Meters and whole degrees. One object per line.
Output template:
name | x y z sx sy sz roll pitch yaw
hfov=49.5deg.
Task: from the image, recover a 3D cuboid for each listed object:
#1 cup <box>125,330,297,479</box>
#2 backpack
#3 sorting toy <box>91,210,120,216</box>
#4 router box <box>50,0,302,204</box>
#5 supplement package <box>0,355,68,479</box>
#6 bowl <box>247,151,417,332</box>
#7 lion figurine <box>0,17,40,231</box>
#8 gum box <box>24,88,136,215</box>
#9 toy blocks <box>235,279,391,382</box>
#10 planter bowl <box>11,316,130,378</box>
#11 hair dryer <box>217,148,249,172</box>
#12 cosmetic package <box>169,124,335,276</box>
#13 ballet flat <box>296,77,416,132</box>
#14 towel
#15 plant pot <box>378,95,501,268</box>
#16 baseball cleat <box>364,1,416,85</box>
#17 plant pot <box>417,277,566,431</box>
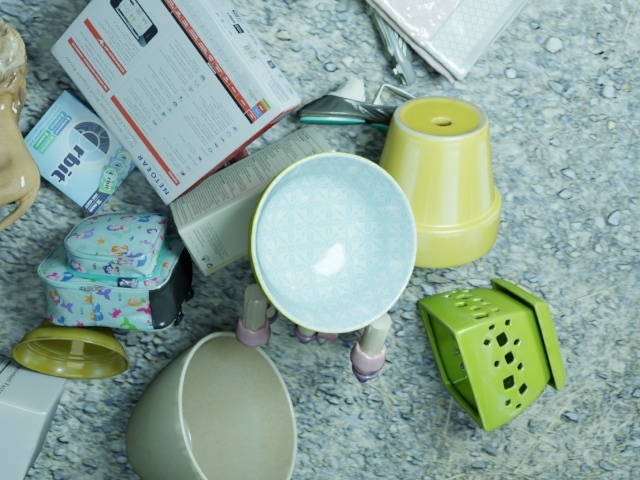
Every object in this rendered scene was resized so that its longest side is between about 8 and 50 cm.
cup | -0.236 0.370 1.346 0.237 0.331 0.331 -25 106 27
backpack | -0.381 0.059 1.273 0.253 0.225 0.191 -4 116 5
sorting toy | -0.403 -0.027 1.364 0.083 0.012 0.062 -8 106 -4
router box | -0.246 -0.276 1.153 0.301 0.082 0.335 -32 97 32
supplement package | -0.673 0.325 1.334 0.293 0.175 0.177 22 99 -11
bowl | 0.000 0.000 1.164 0.289 0.156 0.289 -1 94 -23
lion figurine | -0.583 -0.175 1.232 0.240 0.142 0.392 -20 98 2
gum box | -0.452 -0.165 1.311 0.184 0.041 0.157 41 96 -14
toy blocks | 0.005 0.119 1.365 0.288 0.309 0.260 12 135 2
planter bowl | -0.475 0.191 1.346 0.217 0.217 0.090 3 59 -7
hair dryer | -0.188 -0.225 1.324 0.223 0.080 0.293 22 106 -27
cosmetic package | -0.114 -0.079 1.284 0.309 0.160 0.113 -27 122 -4
ballet flat | 0.091 -0.254 1.329 0.280 0.095 0.096 6 91 -18
towel | 0.241 -0.508 1.267 0.317 0.053 0.332 42 83 -13
plant pot | 0.206 -0.117 1.249 0.254 0.254 0.239 -4 128 -5
baseball cleat | 0.156 -0.400 1.306 0.109 0.072 0.206 -26 105 1
plant pot | 0.351 0.211 1.398 0.207 0.227 0.228 -20 104 -7
